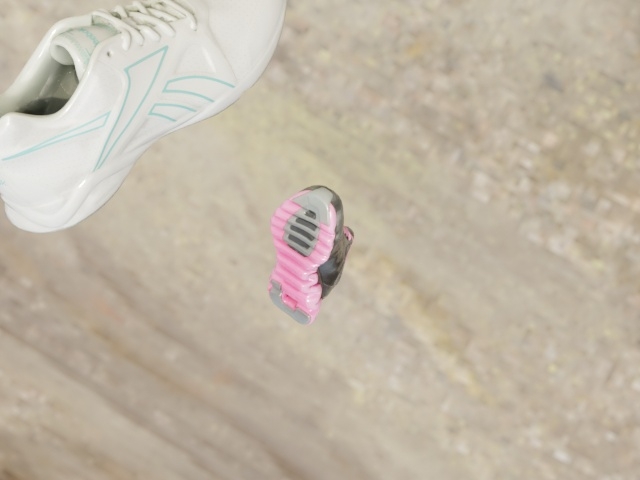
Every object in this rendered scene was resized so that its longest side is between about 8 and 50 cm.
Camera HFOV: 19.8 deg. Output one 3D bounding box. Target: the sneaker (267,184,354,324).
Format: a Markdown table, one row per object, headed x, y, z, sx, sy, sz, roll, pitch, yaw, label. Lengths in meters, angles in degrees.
| x | y | z | sx | sy | sz | roll | pitch | yaw | label |
| --- | --- | --- | --- | --- | --- | --- | --- | --- | --- |
| 0.000 | 0.000 | 1.155 | 0.047 | 0.057 | 0.119 | 39 | 147 | 18 | sneaker |

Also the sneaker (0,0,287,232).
| x | y | z | sx | sy | sz | roll | pitch | yaw | label |
| --- | --- | --- | --- | --- | --- | --- | --- | --- | --- |
| -0.073 | -0.070 | 0.730 | 0.054 | 0.152 | 0.061 | 32 | 157 | 39 | sneaker |
